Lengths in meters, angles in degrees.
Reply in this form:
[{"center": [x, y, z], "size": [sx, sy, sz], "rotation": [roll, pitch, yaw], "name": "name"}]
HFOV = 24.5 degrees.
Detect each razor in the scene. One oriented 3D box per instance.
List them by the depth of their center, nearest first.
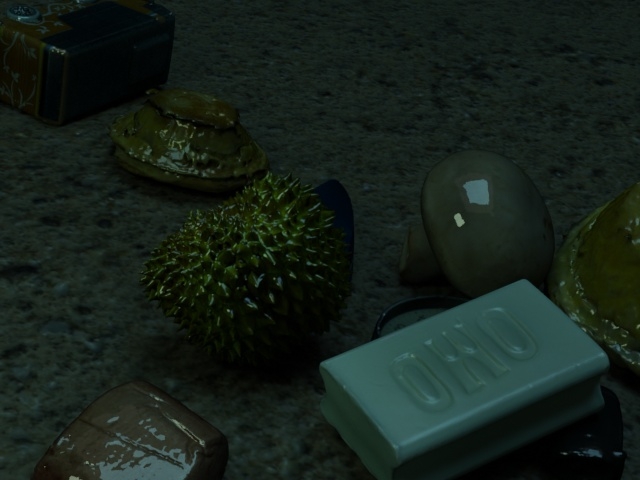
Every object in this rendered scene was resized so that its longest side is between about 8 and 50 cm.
[{"center": [0.284, 0.206, 1.594], "size": [0.090, 0.054, 0.148], "rotation": [8, 27, 4], "name": "razor"}]

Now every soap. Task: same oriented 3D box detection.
[{"center": [0.150, 0.152, 1.541], "size": [0.265, 0.087, 0.160], "rotation": [-20, 43, -23], "name": "soap"}]

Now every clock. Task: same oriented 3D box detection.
[{"center": [0.163, 0.133, 1.704], "size": [0.215, 0.042, 0.215], "rotation": [8, 28, -4], "name": "clock"}]

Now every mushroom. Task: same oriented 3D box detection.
[{"center": [0.185, -0.006, 1.846], "size": [0.204, 0.204, 0.204], "rotation": [8, 28, -4], "name": "mushroom"}]

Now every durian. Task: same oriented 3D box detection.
[{"center": [-0.066, 0.039, 1.627], "size": [0.237, 0.200, 0.176], "rotation": [-19, 64, -43], "name": "durian"}]

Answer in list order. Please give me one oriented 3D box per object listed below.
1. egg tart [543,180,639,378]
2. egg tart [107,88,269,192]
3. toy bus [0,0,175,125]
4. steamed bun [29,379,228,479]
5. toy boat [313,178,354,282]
[{"center": [0.470, 0.033, 1.833], "size": [0.388, 0.169, 0.388], "rotation": [0, 39, 0], "name": "egg tart"}, {"center": [-0.181, -0.145, 2.052], "size": [0.241, 0.106, 0.241], "rotation": [11, 24, -5], "name": "egg tart"}, {"center": [-0.354, -0.284, 2.215], "size": [0.167, 0.138, 0.275], "rotation": [26, 33, 24], "name": "toy bus"}, {"center": [-0.172, 0.224, 1.359], "size": [0.145, 0.106, 0.175], "rotation": [30, 47, 23], "name": "steamed bun"}, {"center": [0.000, 0.000, 1.877], "size": [0.096, 0.062, 0.299], "rotation": [10, 27, 1], "name": "toy boat"}]
